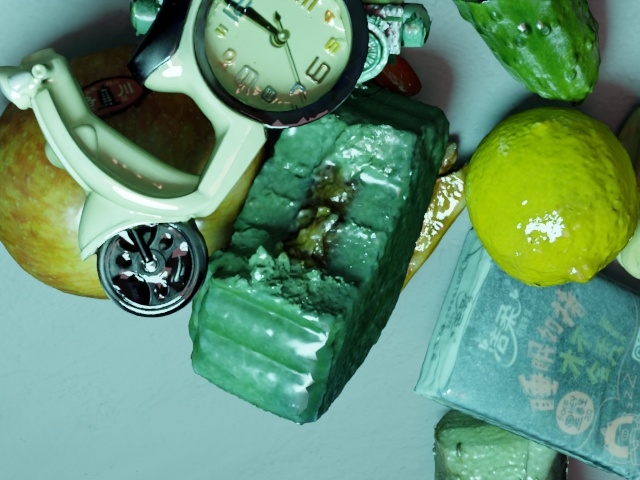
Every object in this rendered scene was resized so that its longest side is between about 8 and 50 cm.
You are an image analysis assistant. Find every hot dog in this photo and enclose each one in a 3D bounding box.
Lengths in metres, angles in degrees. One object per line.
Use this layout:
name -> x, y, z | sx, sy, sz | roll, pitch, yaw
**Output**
hot dog -> 0.090, -0.012, 1.531 | 0.109, 0.072, 0.269 | 26, 118, -18

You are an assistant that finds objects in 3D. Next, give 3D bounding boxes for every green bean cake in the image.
green bean cake -> 0.000, 0.000, 1.351 | 0.169, 0.300, 0.308 | 23, 116, 13

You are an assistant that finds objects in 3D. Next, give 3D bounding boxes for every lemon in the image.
lemon -> 0.259, -0.052, 1.423 | 0.192, 0.231, 0.192 | -8, 148, -5

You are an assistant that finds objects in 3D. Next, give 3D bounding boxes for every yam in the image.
yam -> 0.261, 0.354, 1.734 | 0.202, 0.201, 0.271 | -11, 118, 2

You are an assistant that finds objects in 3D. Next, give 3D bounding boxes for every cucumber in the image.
cucumber -> 0.239, -0.226, 1.368 | 0.134, 0.134, 0.244 | -29, 131, 16

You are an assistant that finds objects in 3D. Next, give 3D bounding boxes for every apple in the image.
apple -> -0.205, -0.064, 1.363 | 0.309, 0.250, 0.277 | -24, 122, 12

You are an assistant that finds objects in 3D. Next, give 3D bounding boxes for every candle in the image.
candle -> -0.007, -0.263, 1.363 | 0.329, 0.048, 0.051 | 42, 153, -28

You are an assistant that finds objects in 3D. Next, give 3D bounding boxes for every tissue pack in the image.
tissue pack -> 0.297, 0.141, 1.573 | 0.316, 0.103, 0.228 | 25, 79, -20

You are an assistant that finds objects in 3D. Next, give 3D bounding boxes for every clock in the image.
clock -> -0.134, -0.140, 1.177 | 0.276, 0.120, 0.379 | 40, 91, -5

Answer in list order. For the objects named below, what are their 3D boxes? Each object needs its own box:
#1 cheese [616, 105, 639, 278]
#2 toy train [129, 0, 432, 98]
cheese -> 0.413, -0.053, 1.442 | 0.117, 0.214, 0.226 | 9, 117, -15
toy train -> -0.039, -0.252, 1.258 | 0.307, 0.126, 0.189 | 3, 130, 0
